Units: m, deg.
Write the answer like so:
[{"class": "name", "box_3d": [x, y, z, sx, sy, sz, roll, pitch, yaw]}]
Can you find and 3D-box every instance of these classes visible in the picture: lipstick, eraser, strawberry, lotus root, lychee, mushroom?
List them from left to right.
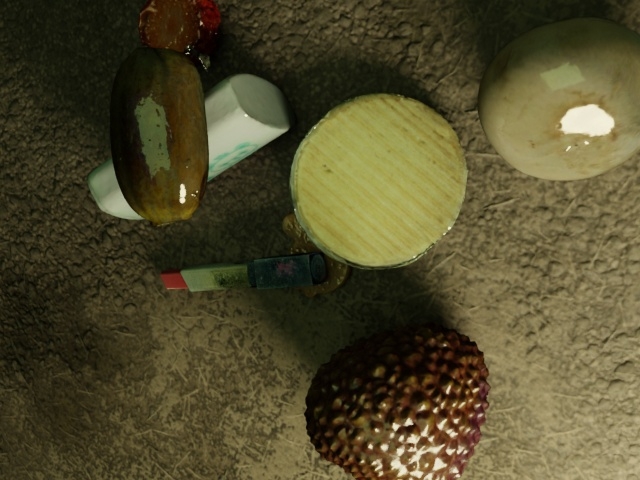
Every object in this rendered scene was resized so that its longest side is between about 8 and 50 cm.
[{"class": "lotus root", "box_3d": [-0.212, -0.139, 1.027, 0.124, 0.123, 0.241, -2, 91, 31]}, {"class": "strawberry", "box_3d": [-0.221, -0.338, 1.229, 0.145, 0.086, 0.145, 2, 95, 21]}, {"class": "eraser", "box_3d": [-0.197, -0.141, 1.187, 0.290, 0.189, 0.104, -29, 80, 22]}, {"class": "lipstick", "box_3d": [-0.138, 0.057, 1.248, 0.312, 0.051, 0.051, -6, 95, 30]}, {"class": "lychee", "box_3d": [0.120, 0.231, 1.088, 0.271, 0.271, 0.271, 3, 97, 21]}, {"class": "mushroom", "box_3d": [0.315, -0.183, 0.982, 0.226, 0.226, 0.178, -2, 55, 22]}]

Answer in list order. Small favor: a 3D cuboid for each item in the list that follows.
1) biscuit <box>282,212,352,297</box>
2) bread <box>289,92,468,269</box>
[{"class": "biscuit", "box_3d": [0.005, -0.003, 1.210, 0.133, 0.027, 0.184, -6, 95, 23]}, {"class": "bread", "box_3d": [0.084, -0.087, 1.141, 0.267, 0.040, 0.267, 0, 92, 11]}]
